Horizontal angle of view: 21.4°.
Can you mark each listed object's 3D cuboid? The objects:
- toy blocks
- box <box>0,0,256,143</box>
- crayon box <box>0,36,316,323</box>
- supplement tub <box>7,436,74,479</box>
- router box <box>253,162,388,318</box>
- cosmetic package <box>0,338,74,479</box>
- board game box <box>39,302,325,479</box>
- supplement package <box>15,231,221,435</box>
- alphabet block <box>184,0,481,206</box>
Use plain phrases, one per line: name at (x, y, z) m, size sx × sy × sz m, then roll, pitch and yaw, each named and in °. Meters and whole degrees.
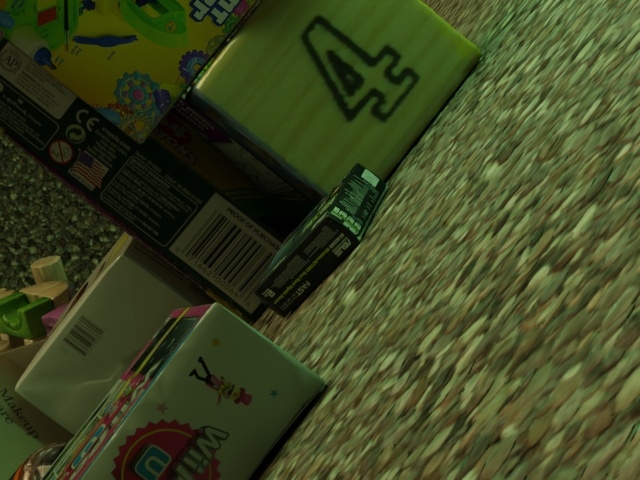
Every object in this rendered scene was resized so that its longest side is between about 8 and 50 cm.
toy blocks at (-0.328, 0.189, 2.124) m, size 0.309 × 0.260 × 0.288 m, roll -28°, pitch 21°, yaw -36°
box at (-0.173, -0.301, 1.568) m, size 0.290 × 0.279 × 0.177 m, roll -47°, pitch 8°, yaw 26°
crayon box at (-0.160, -0.113, 1.773) m, size 0.106 × 0.363 × 0.313 m, roll -49°, pitch 7°, yaw 21°
supplement tub at (-0.242, 0.250, 1.517) m, size 0.198 × 0.106 × 0.106 m, roll -46°, pitch 9°, yaw 37°
router box at (0.000, 0.000, 1.488) m, size 0.122 × 0.038 × 0.092 m, roll -47°, pitch 9°, yaw 37°
cosmetic package at (-0.352, 0.218, 1.753) m, size 0.113 × 0.160 × 0.309 m, roll -47°, pitch -13°, yaw 28°
board game box at (-0.123, 0.159, 1.237) m, size 0.224 × 0.097 × 0.303 m, roll -53°, pitch 8°, yaw -9°
supplement package at (-0.189, 0.094, 1.788) m, size 0.194 × 0.149 × 0.203 m, roll -50°, pitch 8°, yaw 16°
alphabet block at (0.007, -0.155, 1.611) m, size 0.197 × 0.193 × 0.192 m, roll -52°, pitch 8°, yaw -4°
